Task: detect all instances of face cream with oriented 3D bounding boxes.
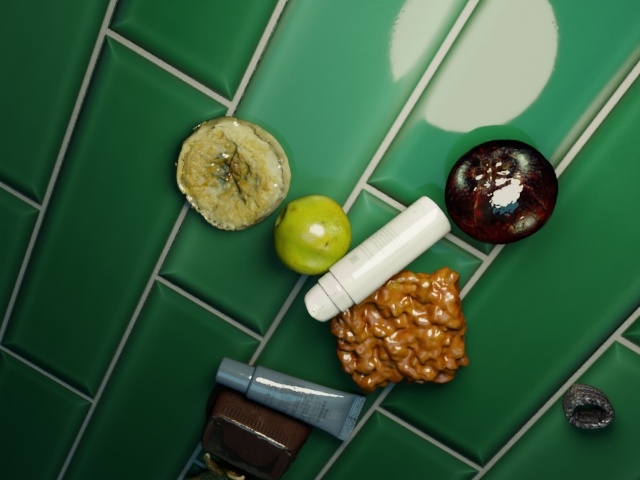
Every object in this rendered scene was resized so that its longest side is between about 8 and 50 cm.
[{"bbox_3d":[0.115,0.047,1.197,0.345,0.102,0.102,-38,100,-1],"label":"face cream"},{"bbox_3d":[-0.085,0.401,1.461,0.385,0.086,0.135,21,101,-1],"label":"face cream"}]

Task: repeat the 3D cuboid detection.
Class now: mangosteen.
[{"bbox_3d":[0.355,-0.090,1.116,0.216,0.216,0.216,4,112,11],"label":"mangosteen"}]

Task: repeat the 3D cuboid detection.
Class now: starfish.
[{"bbox_3d":[-0.266,0.709,1.602,0.327,0.094,0.375,-7,124,34],"label":"starfish"}]

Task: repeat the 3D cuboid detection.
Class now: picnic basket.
[{"bbox_3d":[-0.188,0.520,1.504,0.297,0.129,0.222,26,116,2],"label":"picnic basket"}]

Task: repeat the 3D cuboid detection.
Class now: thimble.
[{"bbox_3d":[0.622,0.392,1.310,0.104,0.066,0.095,31,112,-2],"label":"thimble"}]

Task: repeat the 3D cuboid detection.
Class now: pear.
[{"bbox_3d":[0.000,0.000,1.243,0.216,0.166,0.180,32,104,-13],"label":"pear"}]

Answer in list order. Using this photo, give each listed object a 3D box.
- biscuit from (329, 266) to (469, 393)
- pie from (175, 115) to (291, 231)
[{"bbox_3d":[0.181,0.212,1.312,0.312,0.110,0.318,-6,109,14],"label":"biscuit"},{"bbox_3d":[-0.201,-0.147,1.282,0.274,0.055,0.274,4,111,11],"label":"pie"}]
